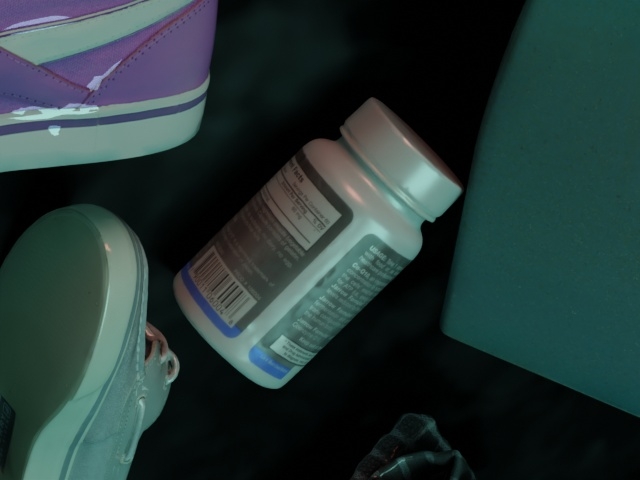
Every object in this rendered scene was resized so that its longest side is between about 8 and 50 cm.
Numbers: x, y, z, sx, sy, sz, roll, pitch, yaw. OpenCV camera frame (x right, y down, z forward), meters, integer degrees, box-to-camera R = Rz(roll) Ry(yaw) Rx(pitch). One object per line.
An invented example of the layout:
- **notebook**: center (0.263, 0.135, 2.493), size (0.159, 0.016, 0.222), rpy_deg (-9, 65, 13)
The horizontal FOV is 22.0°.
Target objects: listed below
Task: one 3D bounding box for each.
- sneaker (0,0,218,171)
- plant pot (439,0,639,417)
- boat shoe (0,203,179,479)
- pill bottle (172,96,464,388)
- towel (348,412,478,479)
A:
- **sneaker**: center (-0.158, -0.099, 0.592), size (0.282, 0.102, 0.161), rpy_deg (-18, 134, -37)
- **plant pot**: center (0.176, -0.059, 0.785), size (0.165, 0.165, 0.234), rpy_deg (-40, 144, -44)
- **boat shoe**: center (-0.115, 0.068, 0.800), size (0.081, 0.079, 0.227), rpy_deg (-14, 140, -39)
- **pill bottle**: center (0.000, 0.000, 0.808), size (0.137, 0.078, 0.078), rpy_deg (-44, 140, 9)
- **towel**: center (0.031, 0.257, 1.050), size (0.235, 0.121, 0.284), rpy_deg (-31, 141, -6)
